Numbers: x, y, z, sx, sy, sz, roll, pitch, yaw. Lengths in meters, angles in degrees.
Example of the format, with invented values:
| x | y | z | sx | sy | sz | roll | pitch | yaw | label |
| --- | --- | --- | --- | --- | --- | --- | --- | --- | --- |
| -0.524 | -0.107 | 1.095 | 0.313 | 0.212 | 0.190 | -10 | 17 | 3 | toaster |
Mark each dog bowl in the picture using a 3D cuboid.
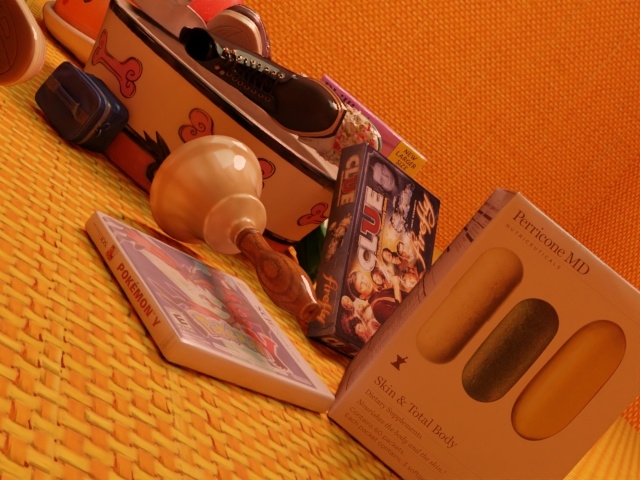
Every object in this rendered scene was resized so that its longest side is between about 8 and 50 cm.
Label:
| x | y | z | sx | sy | sz | roll | pitch | yaw | label |
| --- | --- | --- | --- | --- | --- | --- | --- | --- | --- |
| -0.150 | -0.136 | 1.139 | 0.408 | 0.150 | 0.408 | 38 | 8 | -6 | dog bowl |

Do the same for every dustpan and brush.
| x | y | z | sx | sy | sz | roll | pitch | yaw | label |
| --- | --- | --- | --- | --- | --- | --- | --- | --- | --- |
| -0.202 | -0.318 | 1.143 | 0.147 | 0.060 | 0.211 | 35 | 8 | -25 | dustpan and brush |

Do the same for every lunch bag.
| x | y | z | sx | sy | sz | roll | pitch | yaw | label |
| --- | --- | --- | --- | --- | --- | --- | --- | --- | --- |
| -0.267 | -0.147 | 0.951 | 0.098 | 0.067 | 0.065 | 45 | 10 | 26 | lunch bag |

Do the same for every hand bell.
| x | y | z | sx | sy | sz | roll | pitch | yaw | label |
| --- | --- | --- | --- | --- | --- | --- | --- | --- | --- |
| -0.062 | 0.004 | 0.807 | 0.126 | 0.126 | 0.242 | 32 | 8 | -42 | hand bell |

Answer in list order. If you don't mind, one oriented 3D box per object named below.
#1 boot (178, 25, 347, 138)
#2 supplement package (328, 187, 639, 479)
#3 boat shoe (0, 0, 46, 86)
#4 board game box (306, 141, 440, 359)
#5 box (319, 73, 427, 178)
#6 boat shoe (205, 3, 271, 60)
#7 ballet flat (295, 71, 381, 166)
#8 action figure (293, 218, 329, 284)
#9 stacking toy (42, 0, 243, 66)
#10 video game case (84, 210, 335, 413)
| x | y | z | sx | sy | sz | roll | pitch | yaw | label |
| --- | --- | --- | --- | --- | --- | --- | --- | --- | --- |
| -0.075 | -0.193 | 1.044 | 0.197 | 0.077 | 0.137 | 29 | 6 | 33 | boot |
| 0.172 | 0.111 | 0.837 | 0.199 | 0.263 | 0.198 | 39 | 8 | 3 | supplement package |
| -0.382 | -0.258 | 0.913 | 0.302 | 0.109 | 0.098 | 37 | 8 | 22 | boat shoe |
| 0.070 | 0.027 | 1.031 | 0.042 | 0.243 | 0.165 | -10 | -30 | 40 | board game box |
| 0.014 | -0.109 | 1.396 | 0.213 | 0.243 | 0.117 | 40 | 8 | -4 | box |
| -0.124 | -0.297 | 1.332 | 0.102 | 0.092 | 0.285 | 30 | -16 | 3 | boat shoe |
| -0.011 | -0.159 | 1.144 | 0.077 | 0.091 | 0.241 | -3 | 28 | -31 | ballet flat |
| 0.000 | 0.000 | 1.235 | 0.063 | 0.137 | 0.232 | 26 | 22 | -20 | action figure |
| -0.233 | -0.502 | 1.465 | 0.350 | 0.480 | 0.351 | 26 | 15 | -7 | stacking toy |
| -0.094 | 0.064 | 0.744 | 0.201 | 0.023 | 0.183 | 30 | 12 | -48 | video game case |
